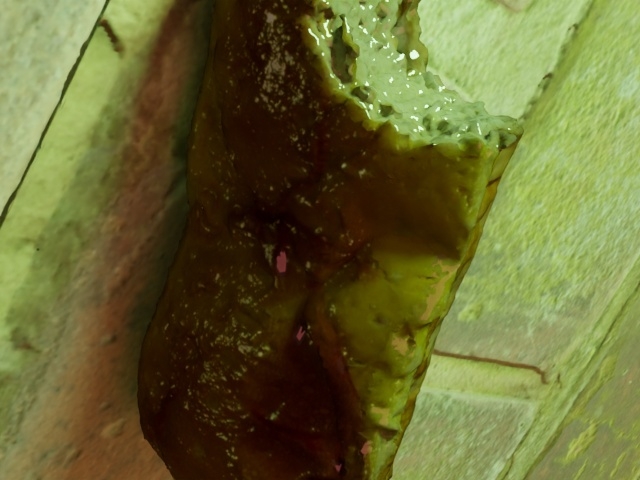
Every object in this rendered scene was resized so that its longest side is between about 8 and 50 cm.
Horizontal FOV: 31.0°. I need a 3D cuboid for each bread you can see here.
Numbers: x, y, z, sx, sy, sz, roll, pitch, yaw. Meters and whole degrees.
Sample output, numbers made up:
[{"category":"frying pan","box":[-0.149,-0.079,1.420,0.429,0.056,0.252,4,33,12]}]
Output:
[{"category":"bread","box":[0.000,0.000,0.626,0.109,0.185,0.380,-17,131,-45]}]
